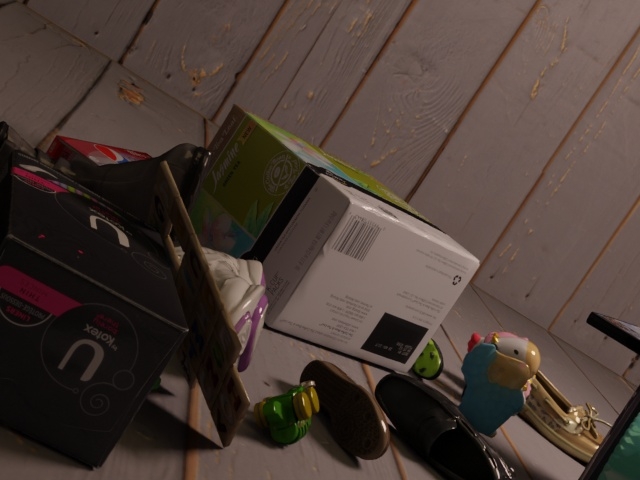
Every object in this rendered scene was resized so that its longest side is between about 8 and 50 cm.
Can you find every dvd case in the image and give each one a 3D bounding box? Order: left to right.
[{"bbox_3d":[0.514,0.180,1.829,0.253,0.022,0.180,34,10,35],"label":"dvd case"}]

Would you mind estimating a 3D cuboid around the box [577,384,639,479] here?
[{"bbox_3d":[0.485,0.313,1.879,0.142,0.247,0.163,34,8,11],"label":"box"}]

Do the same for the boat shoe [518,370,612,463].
[{"bbox_3d":[0.412,0.294,2.249,0.285,0.089,0.104,37,9,21],"label":"boat shoe"}]

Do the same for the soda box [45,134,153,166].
[{"bbox_3d":[-0.286,-0.074,1.753,0.083,0.092,0.263,34,9,16],"label":"soda box"}]

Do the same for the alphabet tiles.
[{"bbox_3d":[-0.123,0.072,1.229,0.237,0.009,0.198,66,-23,21],"label":"alphabet tiles"}]

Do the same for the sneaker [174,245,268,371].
[{"bbox_3d":[-0.141,0.075,1.492,0.152,0.114,0.305,18,6,-7],"label":"sneaker"}]

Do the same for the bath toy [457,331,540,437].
[{"bbox_3d":[0.285,0.206,2.065,0.129,0.151,0.348,50,9,6],"label":"bath toy"}]

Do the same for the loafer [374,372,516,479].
[{"bbox_3d":[0.154,0.245,1.627,0.223,0.076,0.078,41,3,24],"label":"loafer"}]

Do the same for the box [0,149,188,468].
[{"bbox_3d":[-0.229,0.048,1.107,0.165,0.143,0.270,30,10,-20],"label":"box"}]

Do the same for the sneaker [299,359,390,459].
[{"bbox_3d":[0.045,0.200,1.517,0.071,0.066,0.188,28,10,-35],"label":"sneaker"}]

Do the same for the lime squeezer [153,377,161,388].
[{"bbox_3d":[-0.227,0.065,1.382,0.110,0.059,0.310,-16,43,-37],"label":"lime squeezer"}]

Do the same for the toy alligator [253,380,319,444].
[{"bbox_3d":[-0.028,0.188,1.390,0.189,0.056,0.051,-5,81,-78],"label":"toy alligator"}]

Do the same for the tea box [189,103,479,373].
[{"bbox_3d":[0.000,0.000,1.952,0.329,0.220,0.323,24,12,-47],"label":"tea box"}]

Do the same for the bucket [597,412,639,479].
[{"bbox_3d":[0.390,0.327,1.409,0.183,0.281,0.281,28,6,23],"label":"bucket"}]

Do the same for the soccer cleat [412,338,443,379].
[{"bbox_3d":[0.172,0.185,2.095,0.072,0.060,0.179,31,6,-22],"label":"soccer cleat"}]

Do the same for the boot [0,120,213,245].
[{"bbox_3d":[-0.265,-0.059,1.410,0.222,0.118,0.338,30,-28,-15],"label":"boot"}]
